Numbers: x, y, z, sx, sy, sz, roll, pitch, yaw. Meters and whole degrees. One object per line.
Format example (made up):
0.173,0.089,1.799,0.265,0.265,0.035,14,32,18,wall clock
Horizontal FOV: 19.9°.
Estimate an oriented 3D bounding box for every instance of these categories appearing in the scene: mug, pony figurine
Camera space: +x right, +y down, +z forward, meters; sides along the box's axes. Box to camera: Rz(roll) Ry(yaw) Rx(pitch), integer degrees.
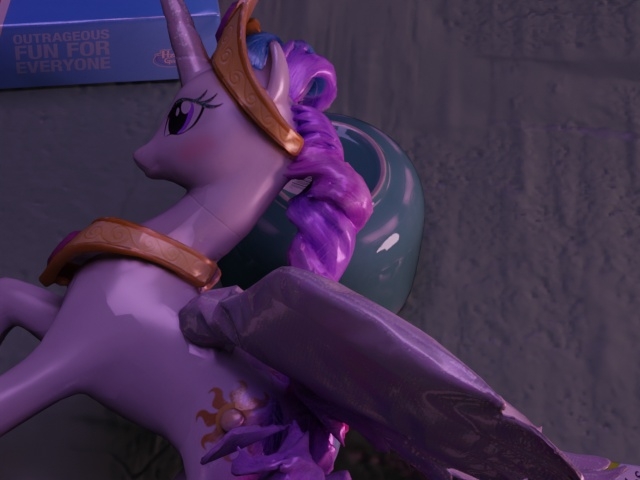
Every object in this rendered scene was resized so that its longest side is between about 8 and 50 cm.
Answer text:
0.006,-0.006,1.120,0.129,0.097,0.157,-20,56,-19,mug
-0.044,0.082,0.934,0.351,0.303,0.363,40,88,11,pony figurine

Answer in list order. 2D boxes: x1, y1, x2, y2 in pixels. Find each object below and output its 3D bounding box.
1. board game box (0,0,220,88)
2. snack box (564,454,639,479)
-0.206,-0.245,1.310,0.242,0.064,0.316,-5,53,-8,board game box
0.198,0.180,1.030,0.141,0.037,0.100,8,51,3,snack box
